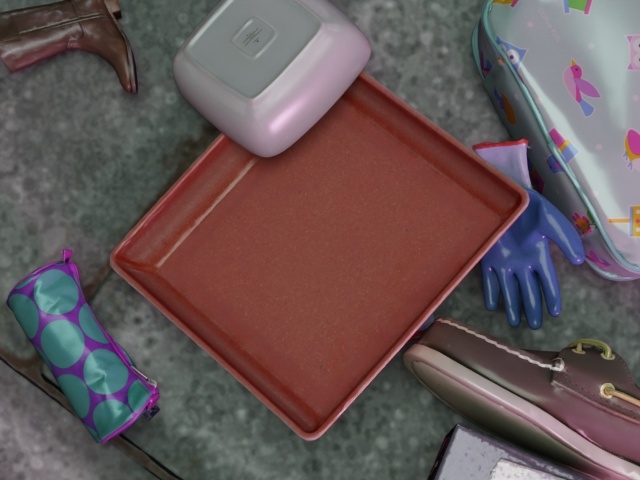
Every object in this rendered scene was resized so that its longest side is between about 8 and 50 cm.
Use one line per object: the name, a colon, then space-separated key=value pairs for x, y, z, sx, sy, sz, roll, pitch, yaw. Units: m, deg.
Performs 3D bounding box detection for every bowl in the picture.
bowl: x=-0.046 y=-0.155 z=1.612 sx=0.142 sy=0.053 sz=0.142 roll=-46 pitch=59 yaw=-7

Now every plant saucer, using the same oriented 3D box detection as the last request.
plant saucer: x=0.000 y=0.000 z=1.576 sx=0.258 sy=0.048 sz=0.259 roll=-48 pitch=60 yaw=-6

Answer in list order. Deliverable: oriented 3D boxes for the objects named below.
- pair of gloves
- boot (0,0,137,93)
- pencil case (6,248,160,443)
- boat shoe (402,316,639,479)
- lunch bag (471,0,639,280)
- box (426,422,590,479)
pair of gloves: x=0.116 y=0.001 z=1.599 sx=0.198 sy=0.023 sz=0.159 roll=-10 pitch=88 yaw=23
boot: x=-0.217 y=-0.156 z=1.646 sx=0.114 sy=0.037 sz=0.106 roll=-16 pitch=69 yaw=-6
pencil case: x=-0.192 y=0.088 z=1.595 sx=0.070 sy=0.064 sz=0.151 roll=-37 pitch=83 yaw=11
boat shoe: x=0.223 y=0.138 z=1.566 sx=0.324 sy=0.116 sz=0.097 roll=28 pitch=78 yaw=0
lunch bag: x=0.272 y=-0.114 z=1.605 sx=0.224 sy=0.108 sz=0.279 roll=-28 pitch=84 yaw=-9
box: x=0.129 y=0.289 z=1.525 sx=0.163 sy=0.142 sz=0.247 roll=23 pitch=82 yaw=4
